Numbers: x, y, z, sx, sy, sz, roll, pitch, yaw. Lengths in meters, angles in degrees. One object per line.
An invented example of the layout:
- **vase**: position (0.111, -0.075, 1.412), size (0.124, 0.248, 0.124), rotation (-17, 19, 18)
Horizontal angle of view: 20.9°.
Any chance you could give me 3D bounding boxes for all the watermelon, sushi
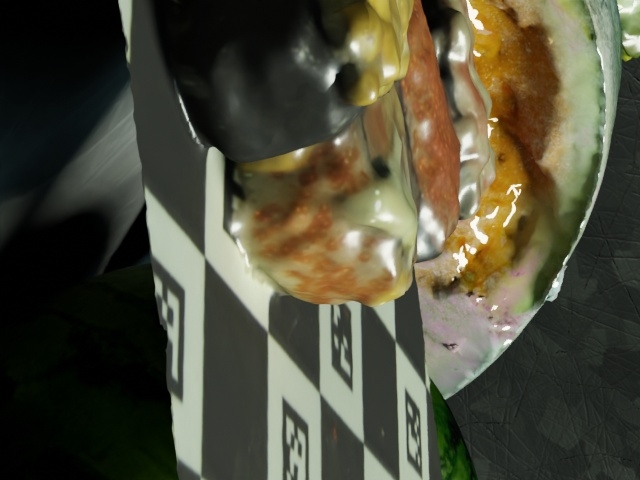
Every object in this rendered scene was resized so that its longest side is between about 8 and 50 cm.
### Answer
- **watermelon**: position (-0.055, 0.124, 0.695), size (0.242, 0.242, 0.242), rotation (-51, 174, -8)
- **sushi**: position (0.020, -0.024, 0.481), size (0.290, 0.050, 0.264), rotation (-13, 96, -77)
- **watermelon**: position (0.060, -0.051, 0.811), size (0.322, 0.175, 0.188), rotation (-55, 172, 36)

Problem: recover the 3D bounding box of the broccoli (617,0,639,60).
- **broccoli**: position (0.162, -0.224, 0.900), size (0.180, 0.273, 0.242), rotation (35, -81, 52)
